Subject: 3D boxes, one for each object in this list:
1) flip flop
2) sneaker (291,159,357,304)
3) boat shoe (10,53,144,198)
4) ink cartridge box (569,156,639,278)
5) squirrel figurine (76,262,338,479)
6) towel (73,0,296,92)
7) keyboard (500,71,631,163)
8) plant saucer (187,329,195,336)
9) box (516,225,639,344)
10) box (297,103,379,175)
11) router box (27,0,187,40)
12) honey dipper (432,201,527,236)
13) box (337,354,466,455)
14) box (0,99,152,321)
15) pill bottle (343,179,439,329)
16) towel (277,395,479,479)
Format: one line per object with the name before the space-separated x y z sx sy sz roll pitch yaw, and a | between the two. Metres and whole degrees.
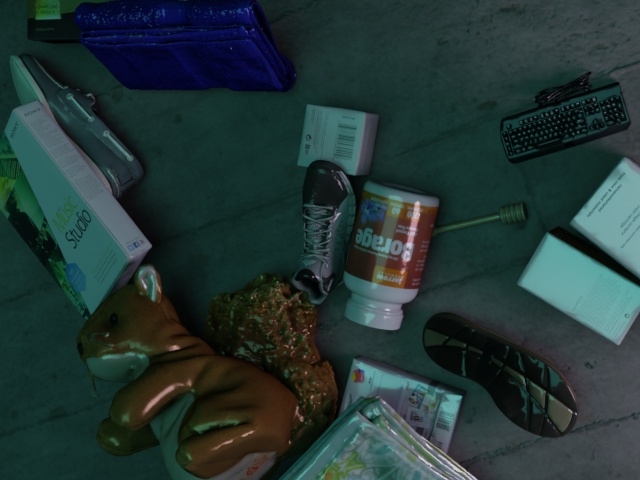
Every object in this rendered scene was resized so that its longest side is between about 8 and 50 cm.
flip flop | 0.281 0.198 1.790 0.277 0.080 0.112 30 108 29
sneaker | 0.000 0.000 1.793 0.086 0.132 0.229 6 123 20
boat shoe | -0.421 -0.202 1.995 0.099 0.116 0.319 -31 73 -25
ink cartridge box | 0.505 0.016 1.625 0.289 0.211 0.121 40 104 11
squirrel figurine | -0.182 0.208 1.849 0.370 0.397 0.281 50 152 27
towel | -0.213 -0.294 1.834 0.308 0.228 0.076 3 67 19
keyboard | 0.359 -0.187 1.749 0.192 0.038 0.100 -17 88 18
plant saucer | -0.249 0.202 1.990 0.119 0.021 0.119 1 94 19
box | 0.391 0.063 1.708 0.170 0.130 0.091 32 104 13
box | 0.029 -0.159 1.834 0.102 0.087 0.101 11 98 18
router box | -0.338 -0.454 1.937 0.308 0.081 0.243 1 95 19
honey dipper | 0.240 -0.029 1.805 0.160 0.030 0.031 -12 90 21
box | 0.124 0.282 1.863 0.186 0.038 0.145 17 99 16
box | -0.434 -0.045 1.959 0.322 0.058 0.232 51 138 10
pill bottle | 0.104 0.023 1.806 0.121 0.121 0.216 15 99 17
towel | 0.074 0.457 1.817 0.320 0.090 0.374 40 106 -9
